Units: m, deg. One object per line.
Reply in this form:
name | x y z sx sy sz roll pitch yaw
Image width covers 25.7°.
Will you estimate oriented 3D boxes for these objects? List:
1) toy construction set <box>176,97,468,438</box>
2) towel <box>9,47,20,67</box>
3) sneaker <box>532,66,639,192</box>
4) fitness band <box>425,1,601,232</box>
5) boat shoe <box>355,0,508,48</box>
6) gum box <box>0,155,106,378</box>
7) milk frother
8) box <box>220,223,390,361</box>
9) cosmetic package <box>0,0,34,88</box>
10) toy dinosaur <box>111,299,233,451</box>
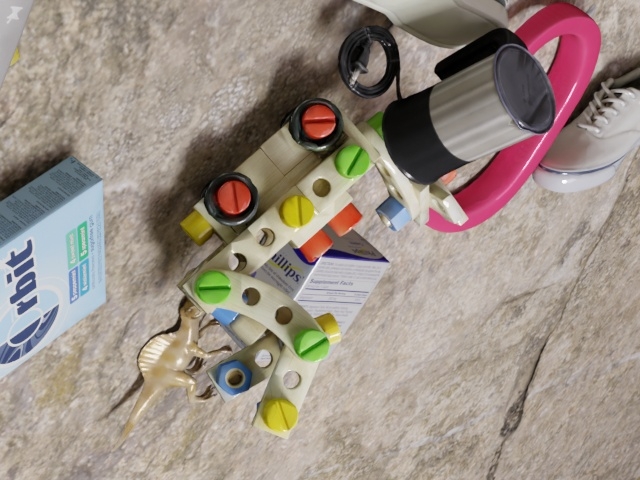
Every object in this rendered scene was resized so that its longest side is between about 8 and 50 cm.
toy construction set | 0.000 0.000 1.281 0.328 0.215 0.151 -44 -174 -24
towel | -0.244 -0.143 0.988 0.060 0.009 0.083 -33 147 -22
sneaker | 0.342 -0.146 1.680 0.258 0.094 0.091 -35 138 -35
fitness band | 0.197 -0.133 1.535 0.209 0.054 0.290 0 127 -56
boat shoe | 0.063 -0.261 1.193 0.319 0.116 0.099 24 63 -52
gum box | -0.253 0.040 1.129 0.184 0.041 0.157 -38 152 -34
milk frother | 0.107 -0.136 1.223 0.143 0.129 0.135 18 149 -40
box | -0.018 0.052 1.448 0.126 0.072 0.137 6 122 -54
cosmetic package | -0.270 -0.128 0.878 0.127 0.107 0.238 -3 126 -45
toy dinosaur | -0.149 0.130 1.412 0.093 0.053 0.183 21 103 -42
